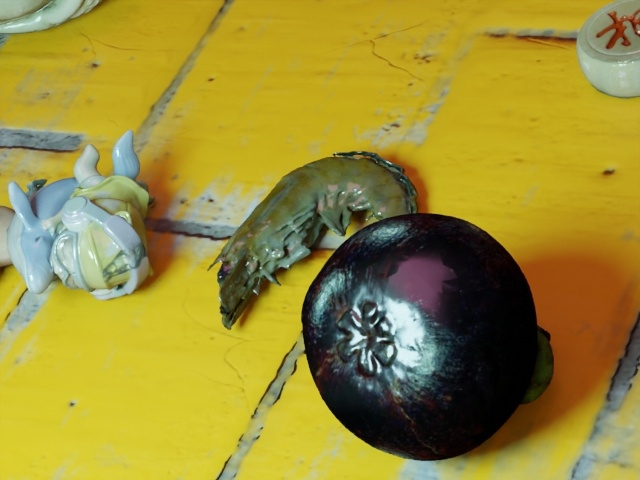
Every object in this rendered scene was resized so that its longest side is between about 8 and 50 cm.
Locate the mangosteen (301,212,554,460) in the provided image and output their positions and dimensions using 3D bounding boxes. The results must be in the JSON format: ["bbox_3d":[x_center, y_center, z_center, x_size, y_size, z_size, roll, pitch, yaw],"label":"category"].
[{"bbox_3d":[0.094,0.078,1.686,0.216,0.216,0.216,-13,40,11],"label":"mangosteen"}]

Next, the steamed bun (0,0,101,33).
[{"bbox_3d":[-0.375,-0.370,2.400,0.320,0.206,0.275,-13,52,-24],"label":"steamed bun"}]

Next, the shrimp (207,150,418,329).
[{"bbox_3d":[0.000,0.001,1.924,0.173,0.058,0.253,16,50,27],"label":"shrimp"}]

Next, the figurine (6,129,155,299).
[{"bbox_3d":[-0.236,-0.017,1.997,0.184,0.128,0.208,14,47,34],"label":"figurine"}]

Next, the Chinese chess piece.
[{"bbox_3d":[0.323,-0.200,1.994,0.122,0.051,0.122,-13,41,12],"label":"Chinese chess piece"}]

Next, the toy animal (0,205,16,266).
[{"bbox_3d":[-0.357,0.016,2.059,0.150,0.089,0.083,-42,21,-18],"label":"toy animal"}]
